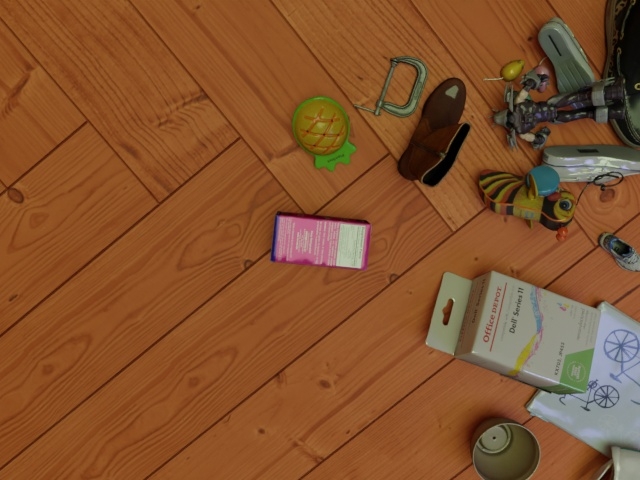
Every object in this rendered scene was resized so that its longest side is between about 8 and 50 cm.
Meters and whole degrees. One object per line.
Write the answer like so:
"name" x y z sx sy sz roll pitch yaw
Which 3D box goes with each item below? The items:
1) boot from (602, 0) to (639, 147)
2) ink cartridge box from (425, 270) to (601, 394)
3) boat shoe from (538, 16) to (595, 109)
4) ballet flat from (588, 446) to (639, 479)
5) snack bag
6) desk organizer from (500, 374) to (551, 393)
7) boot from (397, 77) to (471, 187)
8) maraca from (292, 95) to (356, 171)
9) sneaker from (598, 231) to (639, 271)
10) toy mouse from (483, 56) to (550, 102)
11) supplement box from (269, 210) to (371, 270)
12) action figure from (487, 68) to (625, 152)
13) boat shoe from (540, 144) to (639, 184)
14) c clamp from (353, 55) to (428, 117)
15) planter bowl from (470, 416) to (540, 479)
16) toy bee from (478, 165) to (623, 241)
"boot" 0.733 -0.390 1.275 0.138 0.284 0.377 -4 96 -2
"ink cartridge box" 0.446 0.205 1.396 0.354 0.119 0.207 19 73 -4
"boat shoe" 0.577 -0.408 1.371 0.226 0.083 0.075 55 52 -24
"ballet flat" 0.704 0.688 1.501 0.139 0.139 0.400 18 102 -4
"snack bag" 0.734 0.367 1.500 0.323 0.037 0.342 31 98 -5
"desk organizer" 0.504 0.325 1.465 0.130 0.050 0.047 19 97 8
"boot" 0.259 -0.241 1.280 0.096 0.280 0.264 36 95 -6
"maraca" 0.010 -0.242 1.369 0.127 0.099 0.185 -23 123 9
"sneaker" 0.734 0.035 1.445 0.135 0.058 0.052 35 95 -6
"toy mouse" 0.487 -0.359 1.399 0.161 0.031 0.143 -33 97 2
"supplement box" 0.000 0.000 1.389 0.220 0.111 0.113 7 96 -3
"action figure" 0.524 -0.293 1.350 0.285 0.099 0.185 -5 130 19
"boat shoe" 0.645 -0.172 1.408 0.258 0.095 0.084 4 124 5
"c clamp" 0.172 -0.357 1.393 0.137 0.022 0.160 24 96 -5
"planter bowl" 0.439 0.501 1.469 0.162 0.109 0.161 0 98 -1
"toy bee" 0.501 -0.084 1.338 0.298 0.195 0.162 -7 60 36
